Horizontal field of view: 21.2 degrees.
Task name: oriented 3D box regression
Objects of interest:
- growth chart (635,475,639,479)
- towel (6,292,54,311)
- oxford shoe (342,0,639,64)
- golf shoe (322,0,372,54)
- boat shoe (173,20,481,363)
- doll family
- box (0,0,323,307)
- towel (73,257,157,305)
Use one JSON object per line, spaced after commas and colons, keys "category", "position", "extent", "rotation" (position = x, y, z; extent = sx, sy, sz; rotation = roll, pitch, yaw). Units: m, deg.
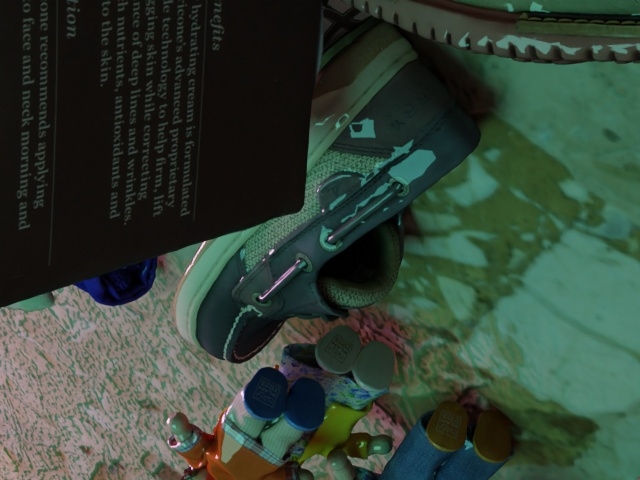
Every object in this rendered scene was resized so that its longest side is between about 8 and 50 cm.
{"category": "growth chart", "position": [0.218, 0.225, 0.978], "extent": [0.172, 0.021, 0.237], "rotation": [23, 140, 2]}
{"category": "towel", "position": [-0.331, -0.086, 1.108], "extent": [0.248, 0.038, 0.325], "rotation": [10, 141, 47]}
{"category": "oxford shoe", "position": [0.137, -0.129, 0.624], "extent": [0.348, 0.123, 0.130], "rotation": [12, 113, 32]}
{"category": "golf shoe", "position": [-0.016, -0.116, 0.828], "extent": [0.077, 0.094, 0.198], "rotation": [44, 145, 1]}
{"category": "boat shoe", "position": [0.000, 0.000, 0.930], "extent": [0.092, 0.103, 0.285], "rotation": [44, 141, 9]}
{"category": "doll family", "position": [0.034, 0.140, 1.057], "extent": [0.263, 0.118, 0.163], "rotation": [28, 140, -7]}
{"category": "box", "position": [-0.125, -0.089, 0.737], "extent": [0.167, 0.203, 0.168], "rotation": [20, 115, 35]}
{"category": "towel", "position": [-0.246, -0.089, 1.100], "extent": [0.308, 0.076, 0.227], "rotation": [29, 146, 24]}
